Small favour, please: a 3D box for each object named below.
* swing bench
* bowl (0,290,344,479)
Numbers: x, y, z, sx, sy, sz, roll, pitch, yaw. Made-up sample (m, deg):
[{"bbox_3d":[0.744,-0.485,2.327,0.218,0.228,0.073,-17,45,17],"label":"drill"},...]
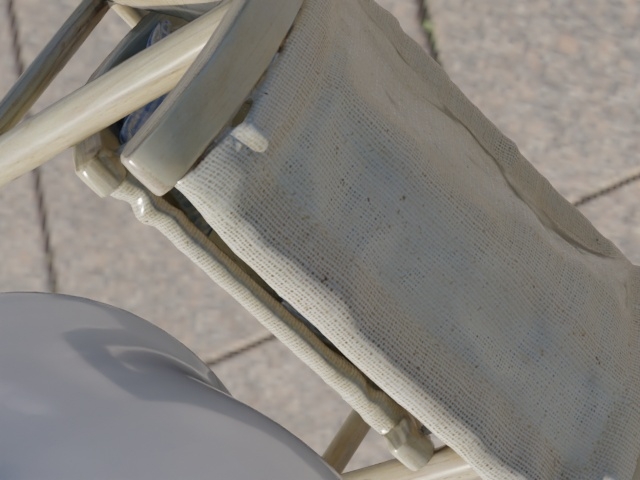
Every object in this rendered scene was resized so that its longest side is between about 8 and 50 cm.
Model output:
[{"bbox_3d":[0.000,0.000,0.770,0.255,0.253,0.165,-6,45,56],"label":"swing bench"},{"bbox_3d":[-0.052,0.167,0.482,0.134,0.298,0.298,9,91,36],"label":"bowl"}]
